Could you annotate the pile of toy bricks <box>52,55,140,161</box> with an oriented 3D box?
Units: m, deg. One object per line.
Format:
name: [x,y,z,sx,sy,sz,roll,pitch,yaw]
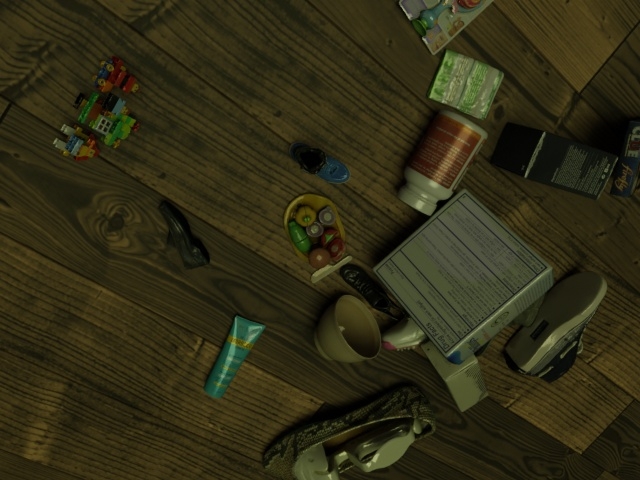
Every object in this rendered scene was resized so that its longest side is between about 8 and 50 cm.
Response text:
pile of toy bricks: [-0.403,-0.233,0.997,0.105,0.118,0.212,27,95,-53]

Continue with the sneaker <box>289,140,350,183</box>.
sneaker: [0.005,-0.160,1.116,0.152,0.084,0.058,30,102,-21]

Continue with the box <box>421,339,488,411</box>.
box: [0.345,0.332,1.310,0.094,0.113,0.275,-33,143,1]

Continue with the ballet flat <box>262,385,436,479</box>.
ballet flat: [0.078,0.537,1.349,0.483,0.182,0.164,-23,115,-3]

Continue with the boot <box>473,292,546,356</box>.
boot: [0.501,0.216,1.379,0.161,0.083,0.246,15,108,-23]

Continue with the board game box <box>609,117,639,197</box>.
board game box: [0.745,-0.202,1.211,0.243,0.042,0.165,-21,122,-48]

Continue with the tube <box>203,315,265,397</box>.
tube: [-0.216,0.283,1.263,0.080,0.052,0.207,24,98,-30]

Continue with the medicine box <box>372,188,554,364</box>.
medicine box: [0.318,0.083,1.168,0.289,0.263,0.149,-42,149,6]

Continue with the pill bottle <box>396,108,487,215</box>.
pill bottle: [0.262,-0.170,1.150,0.121,0.121,0.216,26,103,-20]

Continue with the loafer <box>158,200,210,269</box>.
loafer: [-0.307,-0.006,1.120,0.061,0.062,0.170,-26,113,3]

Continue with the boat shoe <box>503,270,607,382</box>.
boat shoe: [0.665,0.242,1.411,0.158,0.127,0.340,29,110,-28]

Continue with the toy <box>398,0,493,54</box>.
toy: [0.292,-0.513,1.059,0.237,0.056,0.137,-41,115,5]

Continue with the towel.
towel: [0.322,-0.346,1.152,0.152,0.023,0.113,16,104,-16]

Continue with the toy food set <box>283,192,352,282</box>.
toy food set: [0.000,0.000,1.184,0.128,0.071,0.218,-25,114,-2]

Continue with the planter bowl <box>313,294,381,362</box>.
planter bowl: [0.053,0.227,1.251,0.109,0.162,0.162,-33,117,32]

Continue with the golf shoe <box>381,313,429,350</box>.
golf shoe: [0.279,0.168,1.306,0.306,0.115,0.140,-25,97,-3]

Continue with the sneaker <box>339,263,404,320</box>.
sneaker: [0.124,0.125,1.250,0.170,0.089,0.051,38,99,-23]

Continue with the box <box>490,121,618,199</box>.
box: [0.529,-0.184,1.187,0.207,0.153,0.108,13,107,-18]
